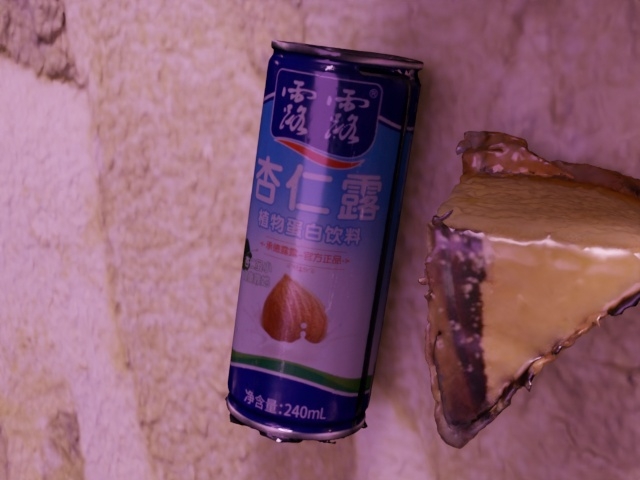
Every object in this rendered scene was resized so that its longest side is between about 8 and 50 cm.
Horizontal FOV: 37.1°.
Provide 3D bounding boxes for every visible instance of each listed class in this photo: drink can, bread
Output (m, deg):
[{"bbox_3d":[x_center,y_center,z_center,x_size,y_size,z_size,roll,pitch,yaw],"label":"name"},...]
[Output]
[{"bbox_3d":[0.000,0.000,0.592,0.097,0.097,0.235,15,105,26],"label":"drink can"},{"bbox_3d":[0.113,0.030,0.511,0.127,0.147,0.152,14,111,14],"label":"bread"}]
